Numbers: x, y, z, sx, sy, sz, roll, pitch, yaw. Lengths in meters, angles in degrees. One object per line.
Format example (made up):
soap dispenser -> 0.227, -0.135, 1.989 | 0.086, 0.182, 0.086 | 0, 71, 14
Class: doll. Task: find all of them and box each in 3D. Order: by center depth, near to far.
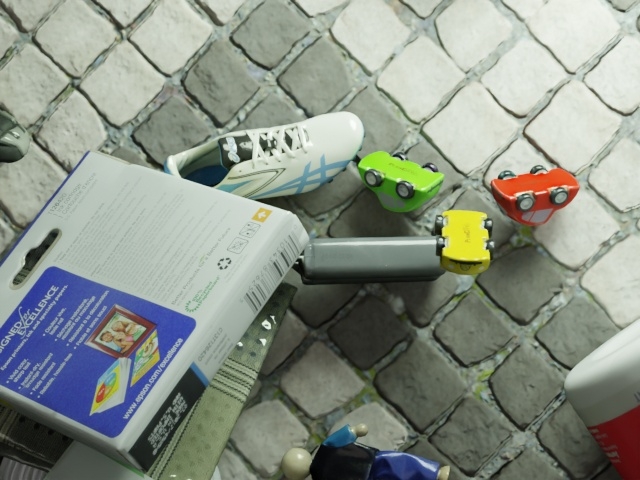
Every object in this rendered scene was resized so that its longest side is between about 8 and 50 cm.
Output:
doll -> 0.046, 0.273, 1.498 | 0.189, 0.046, 0.129 | 13, 88, 6

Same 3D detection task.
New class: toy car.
toy car -> 0.141, -0.041, 1.474 | 0.225, 0.239, 0.053 | 23, 128, 30

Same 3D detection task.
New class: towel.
towel -> -0.224, 0.124, 1.475 | 0.312, 0.056, 0.324 | 24, 61, 5

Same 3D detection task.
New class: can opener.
can opener -> 0.000, 0.000, 1.483 | 0.283, 0.076, 0.095 | -2, 80, -5

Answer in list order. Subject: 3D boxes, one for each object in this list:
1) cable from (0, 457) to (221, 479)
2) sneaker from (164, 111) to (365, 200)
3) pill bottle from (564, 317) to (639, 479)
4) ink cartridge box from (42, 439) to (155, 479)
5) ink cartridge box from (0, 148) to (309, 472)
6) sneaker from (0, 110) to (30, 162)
cable -> -0.241, 0.292, 1.505 | 0.257, 0.089, 0.257 | -28, 85, 4
sneaker -> -0.064, -0.094, 1.503 | 0.237, 0.086, 0.085 | -18, 65, 5
pill bottle -> 0.456, 0.253, 1.366 | 0.229, 0.229, 0.408 | -35, 84, 3
ink cartridge box -> -0.237, 0.331, 1.369 | 0.154, 0.093, 0.212 | 29, 122, 1
ink cartridge box -> -0.215, 0.062, 1.396 | 0.307, 0.072, 0.304 | 17, 63, 39
sneaker -> -0.474, -0.118, 1.561 | 0.267, 0.101, 0.106 | 11, 110, 6
